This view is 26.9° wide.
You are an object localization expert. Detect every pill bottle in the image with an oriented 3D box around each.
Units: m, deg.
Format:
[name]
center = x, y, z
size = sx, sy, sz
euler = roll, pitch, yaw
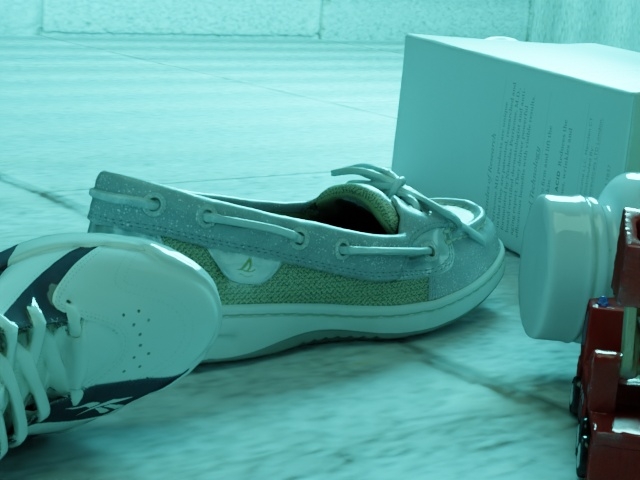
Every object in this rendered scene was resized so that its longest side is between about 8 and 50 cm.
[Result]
[pill bottle]
center = 0.227, 0.023, 0.766
size = 0.215, 0.117, 0.117
euler = 4, 13, -3

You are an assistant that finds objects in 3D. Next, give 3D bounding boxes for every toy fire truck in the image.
[toy fire truck]
center = 0.148, 0.042, 0.616
size = 0.047, 0.135, 0.192
euler = 7, 14, 7

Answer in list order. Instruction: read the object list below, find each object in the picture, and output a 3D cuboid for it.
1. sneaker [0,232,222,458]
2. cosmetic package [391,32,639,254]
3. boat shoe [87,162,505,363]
[sneaker]
center = -0.133, 0.061, 0.526
size = 0.235, 0.094, 0.153
euler = -2, 16, -25
[cosmetic package]
center = 0.231, -0.075, 1.112
size = 0.217, 0.156, 0.385
euler = 0, 13, -20
[boat shoe]
center = -0.003, 0.000, 0.809
size = 0.320, 0.103, 0.118
euler = -7, 18, -40
